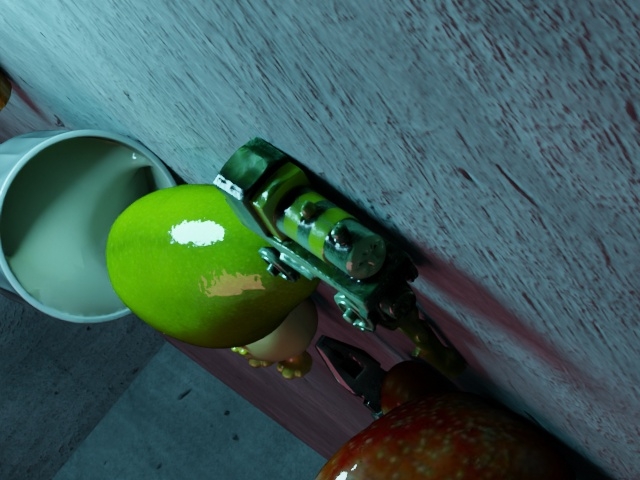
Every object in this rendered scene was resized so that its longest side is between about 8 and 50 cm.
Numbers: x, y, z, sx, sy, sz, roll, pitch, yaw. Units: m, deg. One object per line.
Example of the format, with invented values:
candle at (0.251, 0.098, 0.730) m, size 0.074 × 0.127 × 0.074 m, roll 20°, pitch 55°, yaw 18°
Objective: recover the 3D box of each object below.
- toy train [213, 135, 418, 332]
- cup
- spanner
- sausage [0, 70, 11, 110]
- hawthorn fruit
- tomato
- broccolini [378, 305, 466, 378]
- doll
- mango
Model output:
toy train at (0.001, -0.001, 1.610) m, size 0.200 × 0.083 × 0.132 m, roll 30°, pitch 164°, yaw 40°
cup at (-0.281, -0.017, 2.285) m, size 0.323 × 0.237 × 0.327 m, roll 10°, pitch 179°, yaw -18°
spanner at (0.119, 0.221, 2.150) m, size 0.325 × 0.095 × 0.040 m, roll 41°, pitch 170°, yaw -11°
sausage at (-0.484, -0.243, 2.379) m, size 0.071 × 0.071 × 0.234 m, roll 35°, pitch 170°, yaw 25°
hawthorn fruit at (0.105, 0.319, 1.913) m, size 0.285 × 0.369 × 0.284 m, roll 164°, pitch 90°, yaw -71°
tomato at (0.108, 0.182, 2.076) m, size 0.087 × 0.075 × 0.087 m, roll 39°, pitch 167°, yaw 11°
broccolini at (0.084, 0.094, 1.803) m, size 0.067 × 0.058 × 0.216 m, roll 28°, pitch 167°, yaw 38°
doll at (-0.091, 0.066, 2.167) m, size 0.141 × 0.117 × 0.296 m, roll 22°, pitch 163°, yaw 34°
mango at (-0.106, 0.028, 1.913) m, size 0.192 × 0.156 × 0.343 m, roll 46°, pitch 159°, yaw -22°
